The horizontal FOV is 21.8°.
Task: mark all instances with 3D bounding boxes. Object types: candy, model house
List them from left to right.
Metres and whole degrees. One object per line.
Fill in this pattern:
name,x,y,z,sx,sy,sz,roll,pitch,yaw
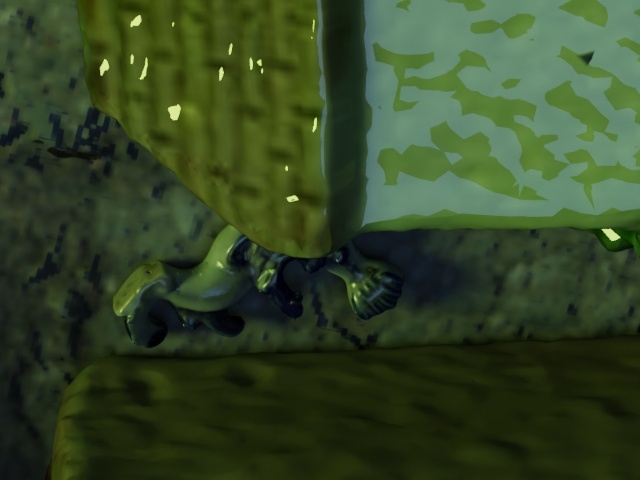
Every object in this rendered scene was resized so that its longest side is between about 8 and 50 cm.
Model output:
model house,0.034,-0.078,0.455,0.189,0.214,0.195,-1,112,-1
candy,0.068,0.118,0.536,0.321,0.179,0.135,-2,108,-12

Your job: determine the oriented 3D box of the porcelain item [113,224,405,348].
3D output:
porcelain item,0.000,0.000,0.563,0.136,0.021,0.075,-45,112,6
